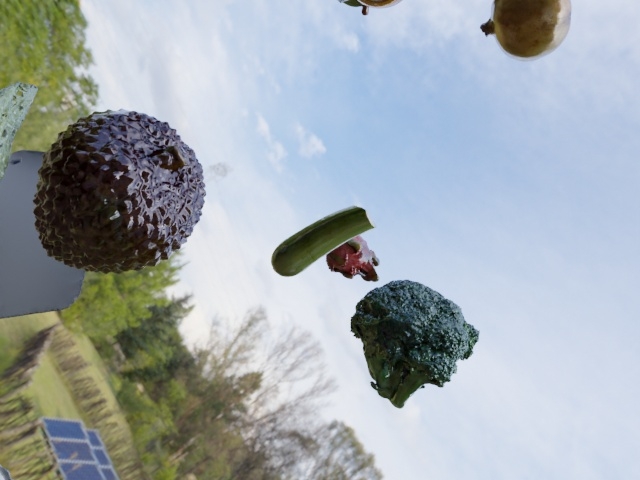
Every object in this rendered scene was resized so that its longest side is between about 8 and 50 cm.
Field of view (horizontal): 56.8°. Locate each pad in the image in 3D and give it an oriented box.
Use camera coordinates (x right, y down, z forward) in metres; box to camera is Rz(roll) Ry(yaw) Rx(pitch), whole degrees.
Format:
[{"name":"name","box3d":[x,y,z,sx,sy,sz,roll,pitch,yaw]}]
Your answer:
[{"name":"pad","box3d":[-0.584,-0.019,1.291,0.063,0.315,0.376,29,-74,30]}]

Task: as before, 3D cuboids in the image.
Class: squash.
[{"name":"squash","box3d":[0.000,0.000,1.268,0.083,0.250,0.083,53,17,-24]}]

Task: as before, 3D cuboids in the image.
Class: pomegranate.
[{"name":"pomegranate","box3d":[0.459,-0.497,1.336,0.196,0.196,0.196,48,-22,27]}]

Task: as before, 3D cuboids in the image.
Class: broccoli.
[{"name":"broccoli","box3d":[0.179,0.200,1.199,0.294,0.265,0.246,-114,-143,-61]}]

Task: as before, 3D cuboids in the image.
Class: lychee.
[{"name":"lychee","box3d":[-0.291,-0.062,0.845,0.236,0.271,0.236,41,28,-28]}]

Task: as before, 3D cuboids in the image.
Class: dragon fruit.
[{"name":"dragon fruit","box3d":[0.086,0.042,1.653,0.207,0.133,0.150,44,-44,-1]}]

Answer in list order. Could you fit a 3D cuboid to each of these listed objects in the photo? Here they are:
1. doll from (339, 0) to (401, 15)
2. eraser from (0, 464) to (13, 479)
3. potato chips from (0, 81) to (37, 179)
[{"name":"doll","box3d":[0.162,-0.760,1.738,0.213,0.213,0.236,52,-37,17]},{"name":"eraser","box3d":[-0.391,0.219,0.460,0.149,0.331,0.331,-13,-68,32]},{"name":"potato chips","box3d":[-0.377,-0.138,0.712,0.092,0.028,0.208,110,-17,-49]}]
